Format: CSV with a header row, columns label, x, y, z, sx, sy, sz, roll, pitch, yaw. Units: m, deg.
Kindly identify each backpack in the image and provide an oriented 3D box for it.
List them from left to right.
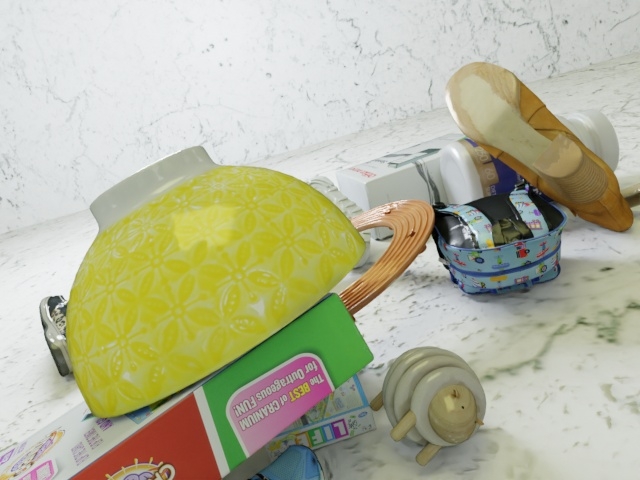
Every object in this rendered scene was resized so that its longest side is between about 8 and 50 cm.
label,x,y,z,sx,sy,sz,roll,pitch,yaw
backpack,0.227,0.007,0.662,0.158,0.117,0.173,-14,16,7

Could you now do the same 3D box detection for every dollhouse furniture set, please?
label,x,y,z,sx,sy,sz,roll,pitch,yaw
dollhouse furniture set,0.481,-0.038,0.755,0.114,0.091,0.081,-31,41,56

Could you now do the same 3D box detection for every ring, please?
label,x,y,z,sx,sy,sz,roll,pitch,yaw
ring,0.014,0.051,0.736,0.336,0.032,0.337,-31,16,10

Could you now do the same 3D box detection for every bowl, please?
label,x,y,z,sx,sy,sz,roll,pitch,yaw
bowl,-0.120,0.008,0.490,0.289,0.156,0.289,-30,8,5

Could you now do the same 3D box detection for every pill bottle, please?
label,x,y,z,sx,sy,sz,roll,pitch,yaw
pill bottle,0.358,-0.130,0.916,0.264,0.153,0.153,-17,17,-2

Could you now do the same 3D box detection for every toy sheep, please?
label,x,y,z,sx,sy,sz,roll,pitch,yaw
toy sheep,0.092,0.133,0.450,0.091,0.091,0.132,-19,12,-10

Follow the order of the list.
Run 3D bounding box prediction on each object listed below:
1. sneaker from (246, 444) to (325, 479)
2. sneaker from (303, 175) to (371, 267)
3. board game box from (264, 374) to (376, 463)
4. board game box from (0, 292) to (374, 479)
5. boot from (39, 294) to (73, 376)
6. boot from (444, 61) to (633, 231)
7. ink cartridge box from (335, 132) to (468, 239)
label,x,y,z,sx,sy,sz,roll,pitch,yaw
sneaker,-0.057,0.202,0.381,0.063,0.073,0.162,-2,22,41
sneaker,0.030,-0.023,0.972,0.090,0.095,0.235,-17,44,-11
board game box,-0.011,0.159,0.556,0.103,0.026,0.154,-17,17,-3
board game box,-0.139,0.153,0.460,0.316,0.064,0.242,-33,8,-19
boot,-0.371,0.130,0.898,0.178,0.085,0.236,-22,24,-24
boot,0.316,-0.131,0.777,0.104,0.211,0.295,-46,46,18
ink cartridge box,0.201,-0.121,1.088,0.289,0.122,0.211,-20,16,-10
